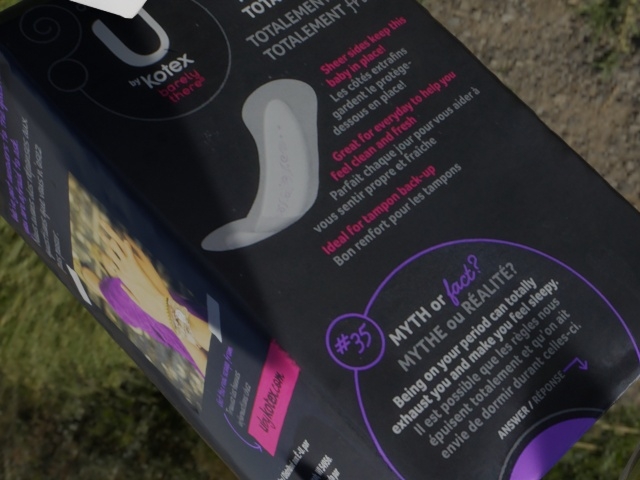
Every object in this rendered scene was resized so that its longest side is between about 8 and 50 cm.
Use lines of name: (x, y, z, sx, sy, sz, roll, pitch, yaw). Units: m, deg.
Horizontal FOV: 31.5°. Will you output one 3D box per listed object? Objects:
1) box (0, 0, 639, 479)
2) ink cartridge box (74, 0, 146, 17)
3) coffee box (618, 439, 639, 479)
box: (0.000, 0.000, 0.497, 0.270, 0.165, 0.143, 47, 151, 12)
ink cartridge box: (-0.071, -0.200, 0.273, 0.171, 0.168, 0.232, 14, 151, -29)
coffee box: (0.456, 0.386, 1.150, 0.338, 0.334, 0.338, 22, 117, 9)
